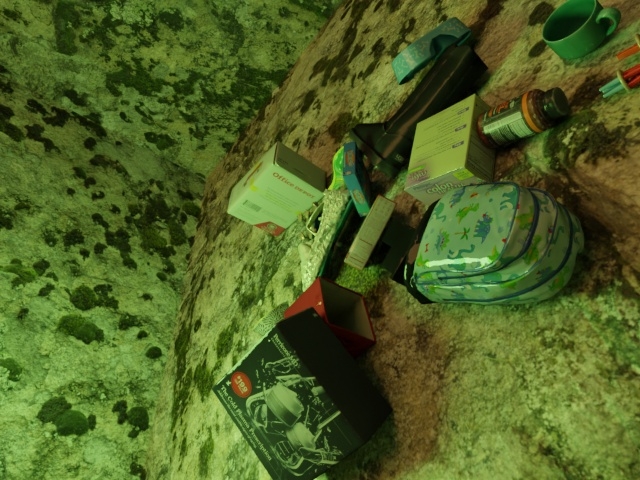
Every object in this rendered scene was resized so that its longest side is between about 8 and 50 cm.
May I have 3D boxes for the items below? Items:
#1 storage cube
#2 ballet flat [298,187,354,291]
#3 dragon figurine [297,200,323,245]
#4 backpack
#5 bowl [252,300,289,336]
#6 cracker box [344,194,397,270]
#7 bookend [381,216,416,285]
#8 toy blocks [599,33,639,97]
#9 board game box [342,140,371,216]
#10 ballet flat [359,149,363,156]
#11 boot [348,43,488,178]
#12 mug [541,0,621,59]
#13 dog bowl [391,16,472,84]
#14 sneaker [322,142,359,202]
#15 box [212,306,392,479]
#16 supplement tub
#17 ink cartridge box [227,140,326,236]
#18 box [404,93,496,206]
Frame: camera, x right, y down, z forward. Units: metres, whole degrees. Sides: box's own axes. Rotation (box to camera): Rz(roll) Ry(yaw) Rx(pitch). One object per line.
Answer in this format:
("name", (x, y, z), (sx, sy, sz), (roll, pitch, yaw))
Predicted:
("storage cube", (0.020, 0.259, 1.351), (0.193, 0.184, 0.215), (-48, 32, 27))
("ballet flat", (0.000, 0.000, 1.622), (0.147, 0.147, 0.408), (20, 87, 62))
("dragon figurine", (-0.008, -0.038, 1.758), (0.085, 0.144, 0.289), (-30, 61, 43))
("backpack", (0.361, 0.008, 0.971), (0.356, 0.273, 0.290), (11, 69, 48))
("bowl", (-0.163, 0.313, 1.693), (0.170, 0.080, 0.170), (-40, -12, -11))
("cracker box", (0.154, -0.021, 1.425), (0.232, 0.067, 0.156), (-62, -3, 1))
("bookend", (0.232, 0.032, 1.312), (0.157, 0.072, 0.156), (-61, 27, 4))
("toy blocks", (0.668, -0.380, 0.958), (0.148, 0.054, 0.123), (-30, 43, 46))
("board game box", (0.129, -0.210, 1.557), (0.047, 0.210, 0.160), (-10, 52, 17))
("ballet flat", (0.135, -0.324, 1.794), (0.058, 0.084, 0.249), (27, 86, 27))
("boot", (0.309, -0.464, 1.532), (0.445, 0.146, 0.367), (-54, 32, 19))
("mug", (0.627, -0.500, 1.084), (0.129, 0.097, 0.157), (-47, 33, 27))
("dog bowl", (0.364, -0.638, 1.510), (0.297, 0.074, 0.166), (-36, 1, -8))
("sneaker", (0.100, -0.220, 1.696), (0.123, 0.110, 0.295), (40, 125, 44))
("box", (-0.056, 0.410, 1.170), (0.343, 0.179, 0.312), (50, 117, 15))
("supplement tub", (0.501, -0.307, 1.121), (0.198, 0.106, 0.106), (-17, 52, 53))
("ink cartridge box", (-0.194, -0.219, 2.024), (0.385, 0.279, 0.160), (-37, 37, 39))
("box", (0.371, -0.247, 1.273), (0.214, 0.117, 0.242), (-18, 50, 53))
